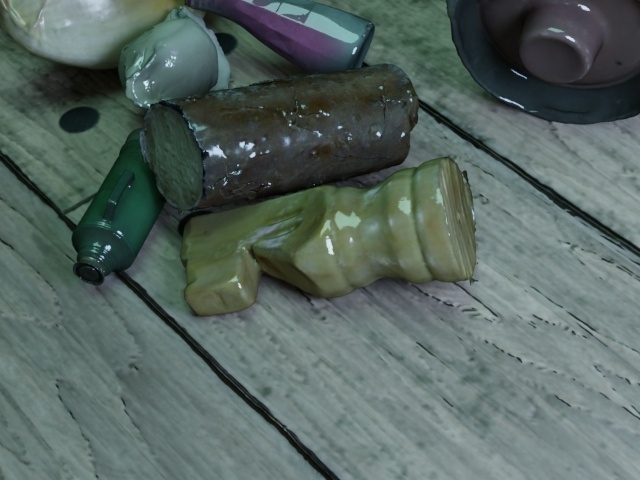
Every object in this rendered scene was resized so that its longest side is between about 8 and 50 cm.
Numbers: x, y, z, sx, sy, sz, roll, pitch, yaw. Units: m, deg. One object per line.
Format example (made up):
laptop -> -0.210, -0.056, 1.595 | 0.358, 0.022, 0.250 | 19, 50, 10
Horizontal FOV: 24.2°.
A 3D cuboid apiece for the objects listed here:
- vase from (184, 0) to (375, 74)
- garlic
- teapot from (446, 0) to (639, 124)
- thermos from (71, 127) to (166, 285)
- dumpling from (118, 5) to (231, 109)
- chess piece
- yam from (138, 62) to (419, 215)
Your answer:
vase -> -0.050, -0.254, 1.719 | 0.214, 0.086, 0.086 | 25, 51, 5
garlic -> -0.260, -0.342, 1.802 | 0.286, 0.249, 0.313 | 39, 82, 20
teapot -> 0.336, -0.305, 1.651 | 0.376, 0.305, 0.361 | 28, 59, -3
thermos -> -0.203, -0.032, 1.566 | 0.083, 0.073, 0.187 | -27, 29, 42
dumpling -> -0.164, -0.186, 1.699 | 0.108, 0.127, 0.188 | -14, 27, 30
chess piece -> 0.000, 0.000, 1.489 | 0.301, 0.137, 0.137 | -9, 42, 18
yam -> -0.037, -0.108, 1.557 | 0.280, 0.131, 0.131 | -12, 42, -26
